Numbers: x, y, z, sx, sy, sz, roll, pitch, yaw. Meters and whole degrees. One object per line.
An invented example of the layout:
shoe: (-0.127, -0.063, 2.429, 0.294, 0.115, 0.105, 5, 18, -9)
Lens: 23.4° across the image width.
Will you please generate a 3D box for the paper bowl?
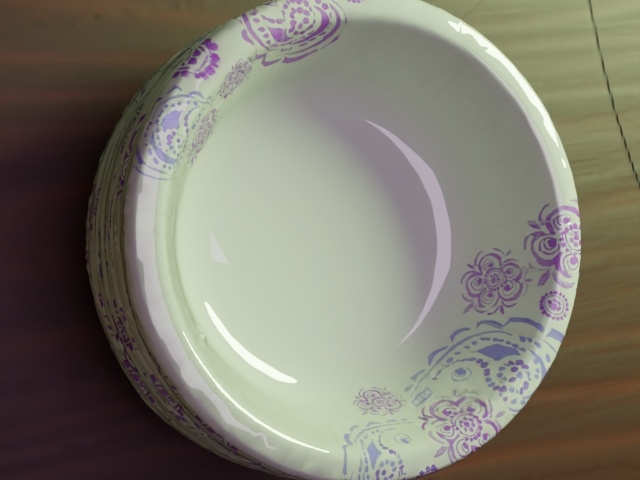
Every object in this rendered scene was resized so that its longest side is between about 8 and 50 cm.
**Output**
paper bowl: (0.000, 0.000, 0.926, 0.284, 0.148, 0.284, 1, 88, -24)
